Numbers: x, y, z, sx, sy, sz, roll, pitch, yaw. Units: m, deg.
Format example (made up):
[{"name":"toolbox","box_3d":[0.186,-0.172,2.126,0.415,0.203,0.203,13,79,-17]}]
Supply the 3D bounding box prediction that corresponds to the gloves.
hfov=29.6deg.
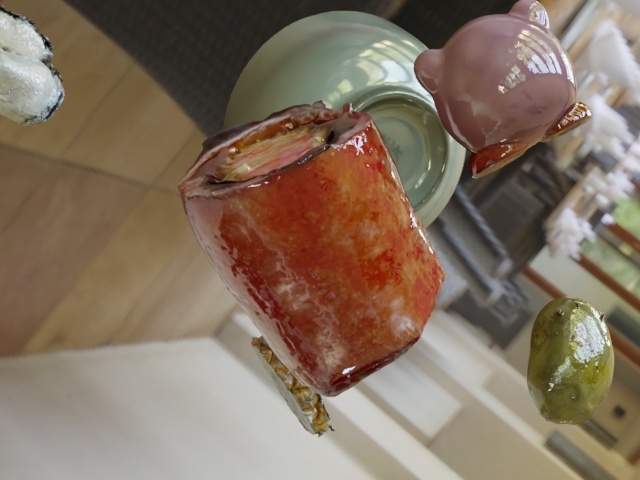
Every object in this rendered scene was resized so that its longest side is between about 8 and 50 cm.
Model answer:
[{"name":"gloves","box_3d":[-0.325,-0.183,1.216,0.070,0.153,0.114,-33,-141,34]}]

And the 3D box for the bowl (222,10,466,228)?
[{"name":"bowl","box_3d":[0.059,-0.129,1.649,0.354,0.354,0.185,-50,-154,-4]}]

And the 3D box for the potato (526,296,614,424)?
[{"name":"potato","box_3d":[0.254,0.118,1.226,0.070,0.092,0.137,-39,-146,50]}]

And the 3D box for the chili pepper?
[{"name":"chili pepper","box_3d":[0.000,0.000,1.438,0.251,0.305,0.229,-30,-154,6]}]

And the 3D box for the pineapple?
[{"name":"pineapple","box_3d":[-0.050,0.225,1.928,0.047,0.221,0.221,-30,165,-12]}]

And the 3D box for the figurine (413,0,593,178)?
[{"name":"figurine","box_3d":[0.212,-0.182,1.417,0.173,0.173,0.173,-48,169,-12]}]
